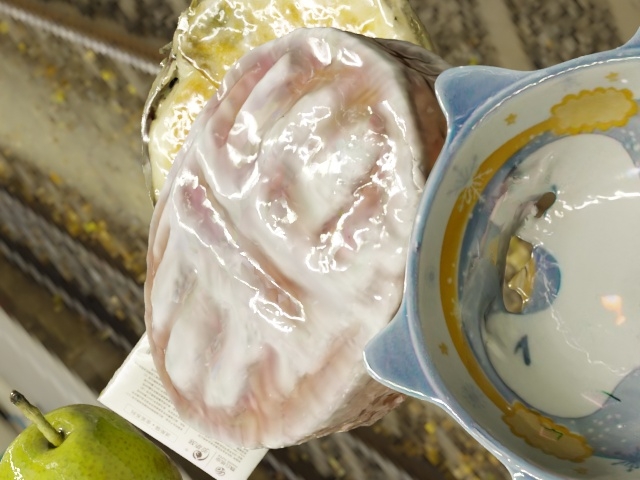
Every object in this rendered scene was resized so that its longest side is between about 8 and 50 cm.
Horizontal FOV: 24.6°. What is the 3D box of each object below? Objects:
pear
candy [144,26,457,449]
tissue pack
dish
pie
[{"bbox_3d":[-0.213,0.217,1.306,0.180,0.166,0.216,48,161,56],"label":"pear"},{"bbox_3d":[0.000,0.000,0.939,0.214,0.157,0.289,50,125,32],"label":"candy"},{"bbox_3d":[-0.102,0.131,1.303,0.148,0.106,0.099,35,-165,-4],"label":"tissue pack"},{"bbox_3d":[0.138,0.012,0.700,0.228,0.236,0.086,38,-178,18],"label":"dish"},{"bbox_3d":[-0.028,-0.109,1.367,0.339,0.339,0.077,48,-160,13],"label":"pie"}]
